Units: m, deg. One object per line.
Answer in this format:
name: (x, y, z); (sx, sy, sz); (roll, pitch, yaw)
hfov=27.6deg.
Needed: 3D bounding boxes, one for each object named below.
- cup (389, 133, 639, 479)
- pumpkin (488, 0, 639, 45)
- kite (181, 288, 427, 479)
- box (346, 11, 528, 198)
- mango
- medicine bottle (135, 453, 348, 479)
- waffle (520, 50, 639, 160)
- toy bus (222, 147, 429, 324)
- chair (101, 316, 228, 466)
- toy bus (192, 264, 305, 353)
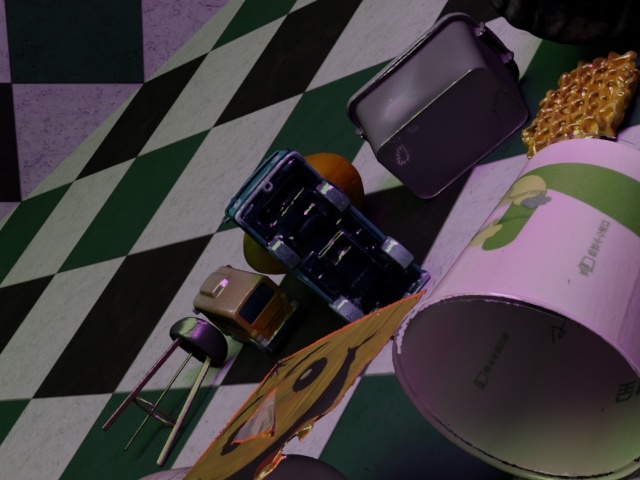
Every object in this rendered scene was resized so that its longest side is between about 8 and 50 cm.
cup: (0.234, 0.056, 1.238); (0.253, 0.253, 0.274); (-21, 27, 47)
pumpkin: (0.329, -0.383, 1.735); (0.296, 0.296, 0.296); (-38, 25, 21)
kite: (-0.041, 0.165, 1.287); (0.377, 0.013, 0.327); (-43, 8, 5)
box: (0.170, -0.181, 1.822); (0.243, 0.163, 0.135); (-39, 33, 17)
mango: (-0.027, -0.037, 1.884); (0.176, 0.119, 0.317); (-62, -11, 31)
medicine bottle: (-0.128, 0.350, 1.418); (0.371, 0.211, 0.211); (-19, 36, 49)
waffle: (0.329, -0.164, 1.652); (0.191, 0.038, 0.191); (-38, 25, 21)
toy bus: (0.000, 0.000, 1.692); (0.128, 0.256, 0.147); (-50, 20, -5)
chair: (-0.228, 0.221, 1.954); (0.221, 0.104, 0.095); (-57, 7, -14)
toy bus: (-0.113, 0.097, 1.927); (0.091, 0.103, 0.182); (-53, 23, -13)
